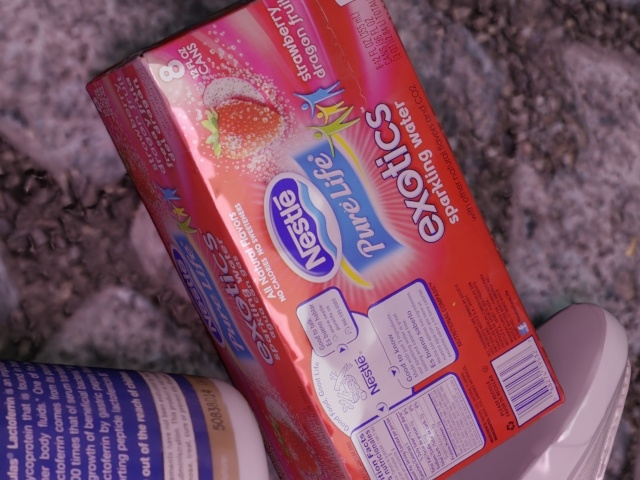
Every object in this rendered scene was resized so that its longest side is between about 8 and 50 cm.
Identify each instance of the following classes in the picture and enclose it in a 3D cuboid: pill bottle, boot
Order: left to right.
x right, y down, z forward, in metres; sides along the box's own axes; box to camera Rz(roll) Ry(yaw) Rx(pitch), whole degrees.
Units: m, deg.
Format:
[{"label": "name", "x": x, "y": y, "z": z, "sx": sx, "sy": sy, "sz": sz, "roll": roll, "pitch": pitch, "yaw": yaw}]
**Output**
[{"label": "pill bottle", "x": -0.169, "y": 0.129, "z": 0.705, "sx": 0.265, "sy": 0.153, "sz": 0.153, "roll": 7, "pitch": 86, "yaw": -22}, {"label": "boot", "x": 0.130, "y": 0.171, "z": 0.868, "sx": 0.123, "sy": 0.095, "sz": 0.258, "roll": 31, "pitch": 86, "yaw": -25}]

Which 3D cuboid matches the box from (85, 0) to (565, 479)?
[{"label": "box", "x": 0.000, "y": 0.000, "z": 0.792, "sx": 0.128, "sy": 0.123, "sz": 0.256, "roll": -29, "pitch": 99, "yaw": -21}]
